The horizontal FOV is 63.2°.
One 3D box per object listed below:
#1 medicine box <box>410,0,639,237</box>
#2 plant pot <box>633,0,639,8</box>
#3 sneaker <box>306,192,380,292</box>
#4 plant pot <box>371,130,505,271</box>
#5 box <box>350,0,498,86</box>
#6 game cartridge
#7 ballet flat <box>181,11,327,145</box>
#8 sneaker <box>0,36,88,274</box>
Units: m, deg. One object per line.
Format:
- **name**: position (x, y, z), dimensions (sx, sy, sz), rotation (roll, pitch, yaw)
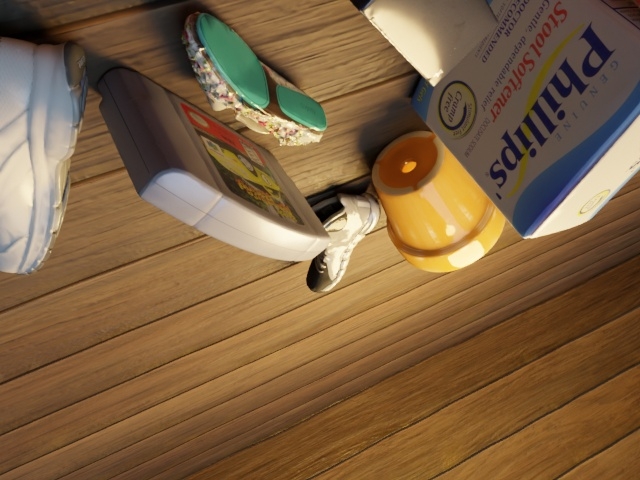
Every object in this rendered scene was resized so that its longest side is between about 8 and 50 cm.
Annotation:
- **medicine box**: position (0.290, -0.200, 0.668), dimensions (0.149, 0.289, 0.263), rotation (-13, 147, -28)
- **plant pot**: position (0.424, -0.303, 0.446), dimensions (0.275, 0.274, 0.243), rotation (-14, 157, -27)
- **sneaker**: position (0.000, 0.000, 0.947), dimensions (0.132, 0.086, 0.228), rotation (7, 124, -41)
- **plant pot**: position (0.185, -0.079, 0.885), dimensions (0.205, 0.205, 0.188), rotation (-36, 134, 10)
- **box**: position (0.072, -0.260, 0.512), dimensions (0.093, 0.158, 0.156), rotation (-42, 149, 21)
- **game cartridge**: position (-0.104, -0.070, 0.613), dimensions (0.060, 0.196, 0.294), rotation (-40, 150, 18)
- **ballet flat**: position (-0.083, -0.166, 0.606), dimensions (0.077, 0.091, 0.241), rotation (-17, 155, 30)
- **sneaker**: position (-0.320, -0.080, 0.527), dimensions (0.129, 0.111, 0.297), rotation (9, 131, -27)
